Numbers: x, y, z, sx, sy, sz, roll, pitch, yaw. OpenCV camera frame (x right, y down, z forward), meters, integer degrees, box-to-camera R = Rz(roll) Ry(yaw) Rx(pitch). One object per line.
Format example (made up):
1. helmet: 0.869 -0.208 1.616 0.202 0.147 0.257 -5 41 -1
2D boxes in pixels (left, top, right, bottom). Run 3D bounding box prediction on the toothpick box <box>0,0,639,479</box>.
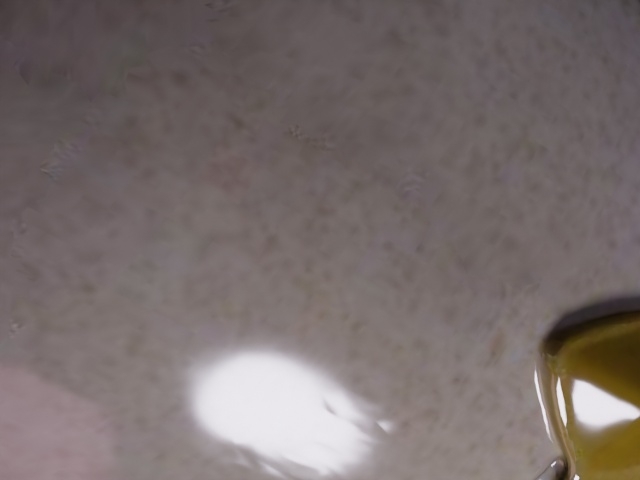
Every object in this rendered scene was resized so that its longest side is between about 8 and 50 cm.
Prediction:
1. toothpick box: 0.000 0.000 0.840 0.425 0.409 0.409 32 169 -26
